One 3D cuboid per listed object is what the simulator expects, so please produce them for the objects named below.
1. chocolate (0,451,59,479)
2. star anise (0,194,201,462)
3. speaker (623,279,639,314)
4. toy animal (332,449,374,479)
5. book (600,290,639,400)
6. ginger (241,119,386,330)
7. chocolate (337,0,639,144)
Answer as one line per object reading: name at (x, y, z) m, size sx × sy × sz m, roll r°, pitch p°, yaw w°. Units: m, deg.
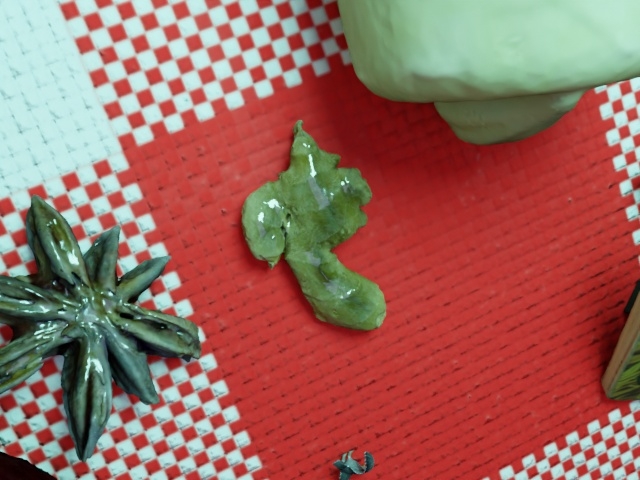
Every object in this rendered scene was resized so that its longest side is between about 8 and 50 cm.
chocolate at (-0.319, 0.378, 0.432) m, size 0.383 × 0.331 × 0.384 m, roll -8°, pitch 119°, yaw -15°
star anise at (-0.208, 0.077, 0.563) m, size 0.236 × 0.093 × 0.229 m, roll 9°, pitch 76°, yaw -33°
speaker at (0.460, 0.107, 0.772) m, size 0.191 × 0.040 × 0.046 m, roll 26°, pitch 89°, yaw -16°
toy animal at (0.032, 0.246, 0.692) m, size 0.084 × 0.050 × 0.028 m, roll -39°, pitch 72°, yaw 31°
book at (0.536, 0.067, 0.646) m, size 0.427 × 0.039 × 0.300 m, roll -5°, pitch 137°, yaw 4°
ginger at (0.011, -0.001, 0.634) m, size 0.133 × 0.059 × 0.214 m, roll -44°, pitch 104°, yaw 0°
chocolate at (0.149, -0.226, 0.497) m, size 0.313 × 0.326 × 0.297 m, roll 1°, pitch 99°, yaw 31°
